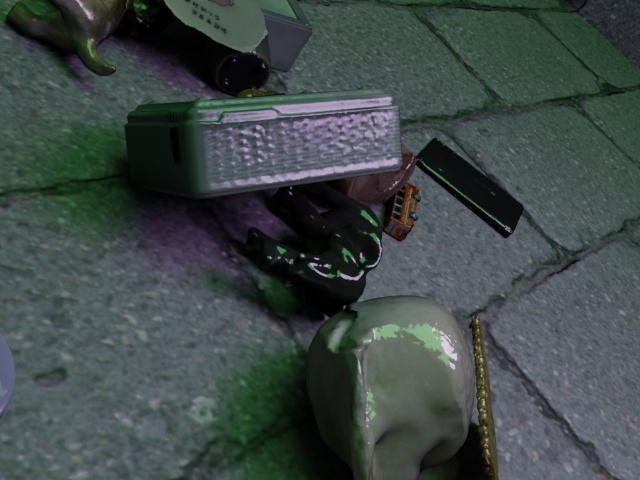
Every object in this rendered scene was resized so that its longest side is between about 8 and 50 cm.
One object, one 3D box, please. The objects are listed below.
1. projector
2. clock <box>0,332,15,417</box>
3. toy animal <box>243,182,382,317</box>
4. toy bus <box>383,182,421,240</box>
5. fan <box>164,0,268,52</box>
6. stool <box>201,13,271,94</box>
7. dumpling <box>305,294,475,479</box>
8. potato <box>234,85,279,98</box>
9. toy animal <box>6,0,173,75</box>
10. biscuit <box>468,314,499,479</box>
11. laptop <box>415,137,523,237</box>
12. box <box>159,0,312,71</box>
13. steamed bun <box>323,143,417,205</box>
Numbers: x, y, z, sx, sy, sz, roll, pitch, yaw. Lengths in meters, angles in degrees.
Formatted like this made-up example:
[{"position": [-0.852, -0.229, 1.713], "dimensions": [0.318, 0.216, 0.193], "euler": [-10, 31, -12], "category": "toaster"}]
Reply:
[{"position": [-0.064, -0.114, 0.958], "dimensions": [0.257, 0.099, 0.192], "euler": [-11, 11, -31], "category": "projector"}, {"position": [-0.330, 0.087, 0.620], "dimensions": [0.198, 0.064, 0.172], "euler": [1, 48, -43], "category": "clock"}, {"position": [0.002, -0.003, 0.997], "dimensions": [0.146, 0.114, 0.245], "euler": [36, 36, 3], "category": "toy animal"}, {"position": [0.114, -0.043, 1.229], "dimensions": [0.043, 0.031, 0.110], "euler": [26, 35, -6], "category": "toy bus"}, {"position": [-0.142, -0.381, 1.207], "dimensions": [0.182, 0.010, 0.310], "euler": [27, 44, -29], "category": "fan"}, {"position": [-0.116, -0.263, 1.222], "dimensions": [0.096, 0.096, 0.110], "euler": [14, 44, -32], "category": "stool"}, {"position": [0.092, 0.163, 0.864], "dimensions": [0.243, 0.175, 0.226], "euler": [-12, 86, -33], "category": "dumpling"}, {"position": [-0.081, -0.185, 1.204], "dimensions": [0.046, 0.045, 0.092], "euler": [37, 25, 27], "category": "potato"}, {"position": [-0.282, -0.310, 1.108], "dimensions": [0.169, 0.121, 0.233], "euler": [42, 35, -13], "category": "toy animal"}, {"position": [0.175, 0.198, 0.918], "dimensions": [0.016, 0.144, 0.203], "euler": [-7, 37, 11], "category": "biscuit"}, {"position": [0.248, -0.093, 1.427], "dimensions": [0.197, 0.016, 0.135], "euler": [39, 32, 2], "category": "laptop"}, {"position": [-0.140, -0.350, 1.310], "dimensions": [0.225, 0.086, 0.129], "euler": [7, 44, -37], "category": "box"}, {"position": [0.038, -0.114, 1.179], "dimensions": [0.145, 0.106, 0.175], "euler": [39, 21, 25], "category": "steamed bun"}]
